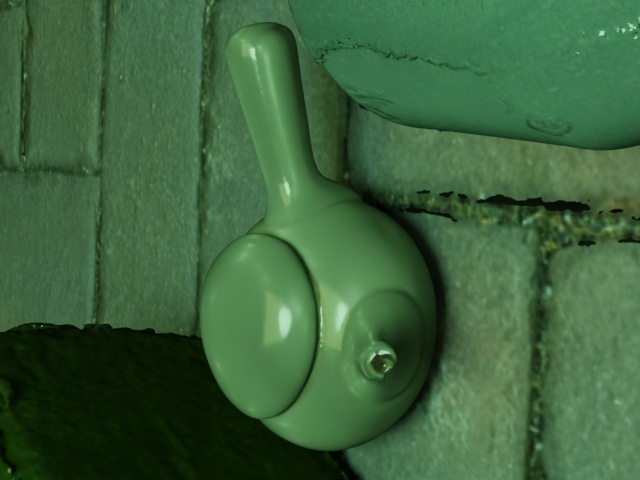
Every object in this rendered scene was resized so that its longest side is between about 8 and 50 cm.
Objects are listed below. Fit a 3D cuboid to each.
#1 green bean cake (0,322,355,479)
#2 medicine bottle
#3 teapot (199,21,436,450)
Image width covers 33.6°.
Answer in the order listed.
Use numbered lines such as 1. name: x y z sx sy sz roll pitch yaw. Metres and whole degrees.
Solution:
1. green bean cake: -0.155 0.233 0.868 0.319 0.335 0.218 49 125 43
2. medicine bottle: 0.158 -0.165 0.563 0.290 0.245 0.244 18 104 49
3. teapot: -0.024 0.011 0.853 0.220 0.149 0.318 -38 63 42
